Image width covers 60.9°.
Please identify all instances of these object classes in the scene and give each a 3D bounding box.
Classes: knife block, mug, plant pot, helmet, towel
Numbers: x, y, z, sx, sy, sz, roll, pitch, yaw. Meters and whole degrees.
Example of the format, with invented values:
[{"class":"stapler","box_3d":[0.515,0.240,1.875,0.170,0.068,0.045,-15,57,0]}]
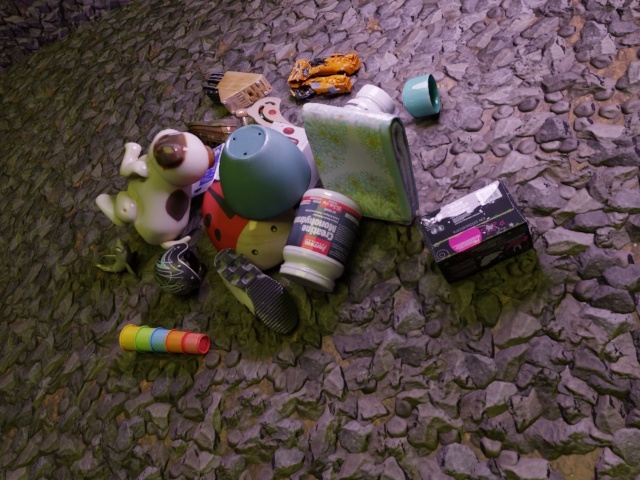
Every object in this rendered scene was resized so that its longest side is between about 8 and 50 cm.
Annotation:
[{"class":"knife block","box_3d":[-0.357,-0.658,2.287,0.276,0.088,0.242,-27,54,13]},{"class":"mug","box_3d":[0.331,-0.470,1.793,0.097,0.158,0.129,-7,83,28]},{"class":"plant pot","box_3d":[-0.194,-0.236,1.661,0.290,0.195,0.290,-8,56,13]},{"class":"helmet","box_3d":[-0.484,0.107,1.856,0.169,0.169,0.161,-14,41,21]},{"class":"towel","box_3d":[0.118,-0.219,1.601,0.320,0.374,0.090,15,51,35]}]

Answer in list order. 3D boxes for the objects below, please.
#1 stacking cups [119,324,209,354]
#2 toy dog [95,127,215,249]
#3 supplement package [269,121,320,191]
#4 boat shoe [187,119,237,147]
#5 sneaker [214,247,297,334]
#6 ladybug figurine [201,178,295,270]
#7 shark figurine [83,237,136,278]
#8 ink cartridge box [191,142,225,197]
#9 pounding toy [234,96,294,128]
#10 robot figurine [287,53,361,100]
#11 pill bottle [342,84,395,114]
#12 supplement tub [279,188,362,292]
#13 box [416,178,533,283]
[{"class":"stacking cups","box_3d":[-0.512,0.327,1.779,0.316,0.096,0.096,-2,61,28]},{"class":"toy dog","box_3d":[-0.555,-0.204,1.918,0.395,0.284,0.408,51,120,31]},{"class":"supplement package","box_3d":[-0.109,-0.280,1.890,0.203,0.149,0.194,22,74,37]},{"class":"boat shoe","box_3d":[-0.441,-0.425,2.177,0.307,0.111,0.104,11,105,50]},{"class":"sneaker","box_3d":[-0.195,0.170,1.704,0.122,0.146,0.330,-38,73,-20]},{"class":"ladybug figurine","box_3d":[-0.265,-0.080,1.828,0.449,0.162,0.305,37,93,41]},{"class":"shark figurine","box_3d":[-0.773,0.070,2.095,0.278,0.166,0.116,-18,27,39]},{"class":"ink cartridge box","box_3d":[-0.436,-0.247,2.076,0.206,0.045,0.208,-16,53,44]},{"class":"pounding toy","box_3d":[-0.197,-0.439,2.085,0.154,0.155,0.269,-29,57,-26]},{"class":"robot figurine","box_3d":[0.000,-0.635,2.084,0.291,0.085,0.211,6,64,31]},{"class":"pill bottle","box_3d":[0.118,-0.364,1.811,0.161,0.161,0.283,27,77,37]},{"class":"supplement tub","box_3d":[0.000,0.000,1.629,0.191,0.191,0.272,11,75,33]},{"class":"box","box_3d":[0.412,-0.021,1.462,0.247,0.142,0.163,-26,52,11]}]
